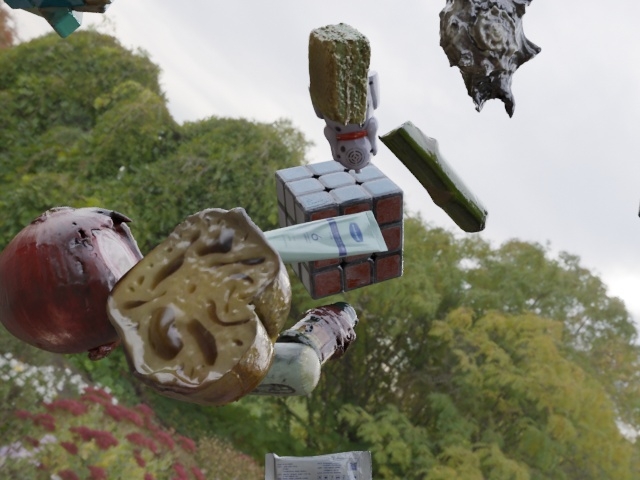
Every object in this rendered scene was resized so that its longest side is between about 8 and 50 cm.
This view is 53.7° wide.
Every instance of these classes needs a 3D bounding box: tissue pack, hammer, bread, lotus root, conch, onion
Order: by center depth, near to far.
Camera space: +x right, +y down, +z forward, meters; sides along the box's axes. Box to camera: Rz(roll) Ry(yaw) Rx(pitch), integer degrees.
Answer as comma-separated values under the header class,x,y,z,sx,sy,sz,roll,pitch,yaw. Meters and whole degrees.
class,x,y,z,sx,sy,sz,roll,pitch,yaw
lotus root,-0.104,0.096,0.705,0.199,0.188,0.180,49,-6,39
tissue pack,-0.004,0.437,1.112,0.192,0.123,0.026,-3,-19,7
hammer,-0.128,0.206,1.266,0.201,0.113,0.306,-6,-44,19
onion,-0.513,0.085,1.315,0.341,0.341,0.341,40,-8,7
bread,0.037,-0.347,1.332,0.138,0.102,0.196,-125,-151,-47
conch,0.352,-0.410,1.348,0.186,0.241,0.313,15,-41,32

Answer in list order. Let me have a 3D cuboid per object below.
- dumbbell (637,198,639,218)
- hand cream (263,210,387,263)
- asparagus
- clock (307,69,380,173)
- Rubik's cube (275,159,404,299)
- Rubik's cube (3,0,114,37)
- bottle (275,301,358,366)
class,x,y,z,sx,sy,sz,roll,pitch,yaw
dumbbell,0.816,-0.091,1.274,0.160,0.324,0.144,141,-64,-73
hand cream,0.000,0.000,1.433,0.067,0.320,0.109,-52,-127,53
asparagus,0.187,-0.104,1.015,0.277,0.067,0.060,42,-1,-36
clock,0.080,-0.300,1.634,0.189,0.188,0.254,29,-41,54
Rubik's cube,0.052,-0.049,1.886,0.301,0.305,0.304,-129,-148,-53
Rubik's cube,-0.465,-0.482,1.086,0.265,0.225,0.213,-3,-4,-3
bottle,-0.006,0.237,1.568,0.156,0.143,0.271,33,32,17
